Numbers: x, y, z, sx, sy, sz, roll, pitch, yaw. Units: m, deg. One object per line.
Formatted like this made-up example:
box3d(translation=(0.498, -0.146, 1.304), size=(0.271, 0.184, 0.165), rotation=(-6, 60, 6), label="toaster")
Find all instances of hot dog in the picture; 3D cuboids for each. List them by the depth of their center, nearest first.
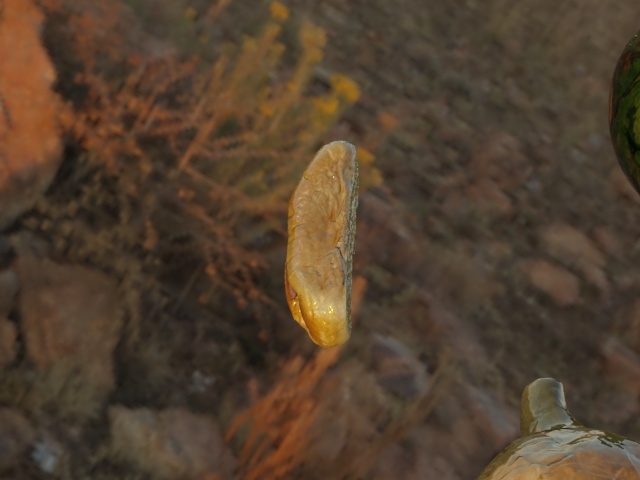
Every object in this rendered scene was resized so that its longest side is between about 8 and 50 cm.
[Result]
box3d(translation=(0.000, 0.000, 1.608), size=(0.073, 0.084, 0.242), rotation=(2, 53, 2), label="hot dog")

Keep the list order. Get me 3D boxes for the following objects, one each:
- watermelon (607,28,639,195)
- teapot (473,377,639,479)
box3d(translation=(0.387, -0.119, 1.440), size=(0.242, 0.242, 0.242), rotation=(28, 19, -11), label="watermelon")
box3d(translation=(0.119, 0.219, 0.872), size=(0.203, 0.167, 0.311), rotation=(45, 51, -42), label="teapot")
